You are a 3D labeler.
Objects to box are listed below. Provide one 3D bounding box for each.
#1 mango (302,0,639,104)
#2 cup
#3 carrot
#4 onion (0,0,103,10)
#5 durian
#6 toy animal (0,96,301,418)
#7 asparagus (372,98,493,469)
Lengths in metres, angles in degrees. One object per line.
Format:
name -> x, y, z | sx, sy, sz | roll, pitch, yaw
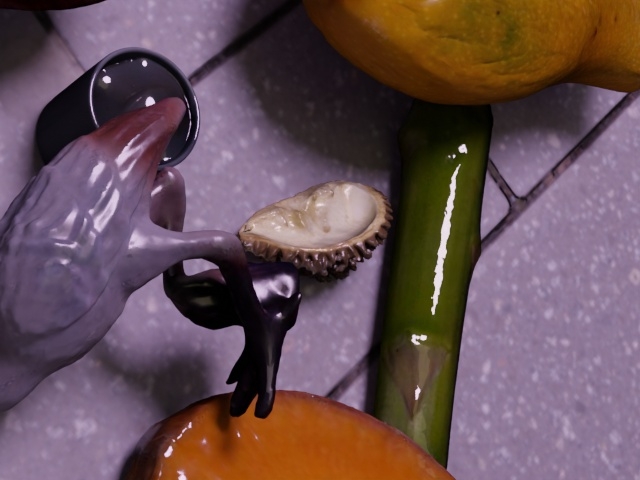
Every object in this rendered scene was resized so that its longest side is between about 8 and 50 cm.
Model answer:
mango -> 0.114, -0.177, 1.383 | 0.359, 0.144, 0.187 | -6, 54, -52
cup -> -0.122, -0.059, 1.221 | 0.078, 0.077, 0.100 | -22, 89, -39
carrot -> 0.006, 0.223, 1.219 | 0.307, 0.100, 0.258 | 48, 50, -12
onion -> -0.178, -0.265, 1.120 | 0.285, 0.273, 0.273 | -19, 88, -76
durian -> 0.004, -0.006, 1.317 | 0.130, 0.052, 0.066 | -22, 88, -39
toy animal -> -0.153, 0.034, 1.122 | 0.324, 0.090, 0.195 | -14, 95, -26
asparagus -> 0.074, 0.028, 1.357 | 0.067, 0.060, 0.277 | 39, 54, -47
